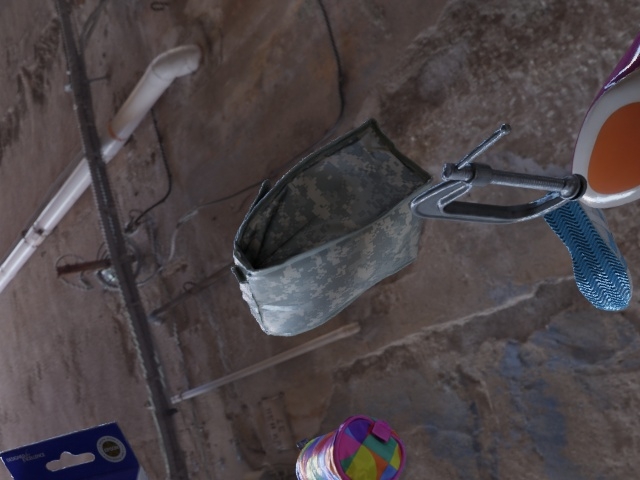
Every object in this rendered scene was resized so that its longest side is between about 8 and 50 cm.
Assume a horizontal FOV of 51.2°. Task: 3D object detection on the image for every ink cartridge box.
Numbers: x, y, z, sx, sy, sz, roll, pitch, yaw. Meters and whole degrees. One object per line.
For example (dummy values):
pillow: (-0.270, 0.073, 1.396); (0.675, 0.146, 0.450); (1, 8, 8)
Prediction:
ink cartridge box: (-0.236, 0.397, 0.783); (0.069, 0.176, 0.370); (-56, -55, -68)

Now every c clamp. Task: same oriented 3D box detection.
c clamp: (0.145, -0.038, 0.519); (0.161, 0.137, 0.022); (5, -113, -35)

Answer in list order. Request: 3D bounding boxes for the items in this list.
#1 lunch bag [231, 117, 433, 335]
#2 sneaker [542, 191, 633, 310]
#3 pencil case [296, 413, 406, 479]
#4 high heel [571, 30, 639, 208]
lunch bag: (0.000, 0.000, 0.973); (0.287, 0.235, 0.169); (-34, -115, -15)
sneaker: (0.456, 0.007, 1.111); (0.092, 0.087, 0.228); (-28, -88, -47)
pencil case: (0.034, 0.296, 0.902); (0.105, 0.236, 0.104); (5, -112, -13)
high heel: (0.383, -0.205, 0.682); (0.127, 0.377, 0.181); (30, -140, 3)
